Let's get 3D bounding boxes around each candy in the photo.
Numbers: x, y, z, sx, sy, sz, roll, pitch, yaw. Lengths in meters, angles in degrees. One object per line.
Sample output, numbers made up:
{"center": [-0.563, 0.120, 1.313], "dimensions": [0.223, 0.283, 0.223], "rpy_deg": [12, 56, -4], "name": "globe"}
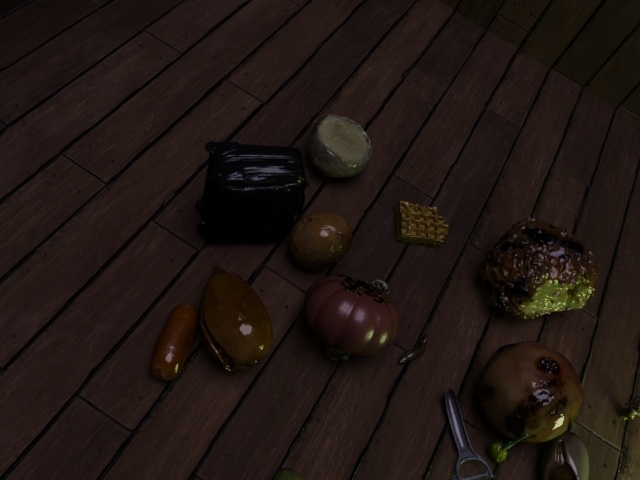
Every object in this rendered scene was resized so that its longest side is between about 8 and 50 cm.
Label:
{"center": [0.562, 0.607, 1.798], "dimensions": [0.062, 0.194, 0.058], "rpy_deg": [23, 50, -4], "name": "candy"}

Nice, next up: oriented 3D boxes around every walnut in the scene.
{"center": [0.000, 0.000, 1.982], "dimensions": [0.195, 0.221, 0.195], "rpy_deg": [13, 69, -37], "name": "walnut"}
{"center": [-0.256, 0.218, 1.766], "dimensions": [0.209, 0.209, 0.336], "rpy_deg": [-11, 64, -25], "name": "walnut"}

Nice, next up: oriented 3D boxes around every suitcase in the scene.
{"center": [-0.214, -0.145, 1.926], "dimensions": [0.339, 0.345, 0.188], "rpy_deg": [-2, 54, -20], "name": "suitcase"}

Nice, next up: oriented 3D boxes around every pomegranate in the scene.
{"center": [0.644, 0.465, 1.874], "dimensions": [0.322, 0.322, 0.322], "rpy_deg": [9, 56, -14], "name": "pomegranate"}

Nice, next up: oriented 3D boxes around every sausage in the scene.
{"center": [-0.415, 0.286, 1.733], "dimensions": [0.098, 0.098, 0.238], "rpy_deg": [20, 53, -6], "name": "sausage"}

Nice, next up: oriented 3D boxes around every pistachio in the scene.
{"center": [0.745, 0.698, 1.842], "dimensions": [0.153, 0.137, 0.238], "rpy_deg": [44, 47, -32], "name": "pistachio"}

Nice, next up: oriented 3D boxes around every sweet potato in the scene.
{"center": [0.310, 0.359, 1.969], "dimensions": [0.153, 0.038, 0.041], "rpy_deg": [-34, 97, -35], "name": "sweet potato"}

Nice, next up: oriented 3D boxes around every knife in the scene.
{"center": [0.418, 0.593, 1.845], "dimensions": [0.123, 0.053, 0.278], "rpy_deg": [-4, 59, -16], "name": "knife"}

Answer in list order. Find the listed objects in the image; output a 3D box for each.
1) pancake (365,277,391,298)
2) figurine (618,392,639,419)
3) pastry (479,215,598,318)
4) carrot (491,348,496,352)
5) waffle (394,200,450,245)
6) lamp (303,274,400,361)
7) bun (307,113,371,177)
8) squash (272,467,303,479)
{"center": [0.193, 0.172, 2.061], "dimensions": [0.108, 0.017, 0.108], "rpy_deg": [11, 52, -15], "name": "pancake"}
{"center": [1.054, 0.564, 2.026], "dimensions": [0.068, 0.143, 0.101], "rpy_deg": [40, 31, 11], "name": "figurine"}
{"center": [0.766, 0.088, 2.151], "dimensions": [0.405, 0.292, 0.337], "rpy_deg": [-8, 50, -13], "name": "pastry"}
{"center": [0.716, 0.434, 2.050], "dimensions": [0.298, 0.078, 0.078], "rpy_deg": [22, 54, 2], "name": "carrot"}
{"center": [0.384, -0.061, 2.254], "dimensions": [0.211, 0.055, 0.160], "rpy_deg": [8, 57, -14], "name": "waffle"}
{"center": [0.085, 0.241, 1.845], "dimensions": [0.305, 0.240, 0.305], "rpy_deg": [24, 12, -5], "name": "lamp"}
{"center": [0.063, -0.334, 2.261], "dimensions": [0.259, 0.152, 0.259], "rpy_deg": [18, 51, -23], "name": "bun"}
{"center": [-0.082, 0.688, 1.578], "dimensions": [0.123, 0.123, 0.187], "rpy_deg": [6, 53, -15], "name": "squash"}
